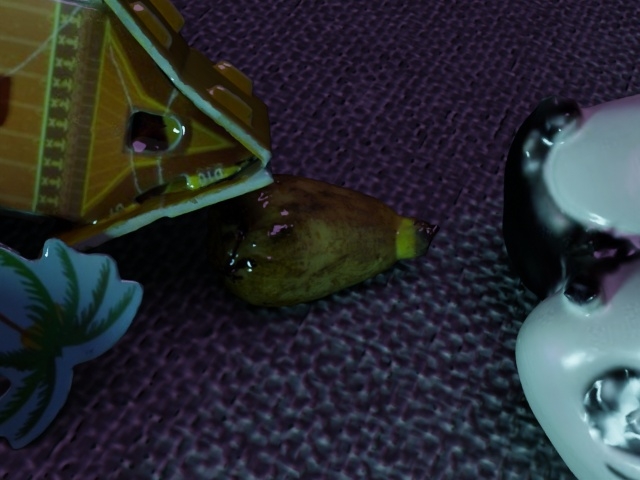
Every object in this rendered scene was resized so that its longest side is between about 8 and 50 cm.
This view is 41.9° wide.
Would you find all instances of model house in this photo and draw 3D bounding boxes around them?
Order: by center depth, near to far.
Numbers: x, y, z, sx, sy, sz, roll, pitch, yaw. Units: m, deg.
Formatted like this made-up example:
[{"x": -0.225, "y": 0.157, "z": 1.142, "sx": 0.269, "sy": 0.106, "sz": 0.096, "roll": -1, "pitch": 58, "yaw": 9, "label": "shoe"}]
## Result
[{"x": -0.206, "y": -0.059, "z": 0.638, "sx": 0.323, "sy": 0.340, "sz": 0.300, "roll": 10, "pitch": 20, "yaw": -8, "label": "model house"}]

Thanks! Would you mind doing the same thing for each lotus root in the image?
[{"x": 0.000, "y": 0.000, "z": 0.685, "sx": 0.191, "sy": 0.094, "sz": 0.108, "roll": 1, "pitch": 77, "yaw": -20, "label": "lotus root"}]

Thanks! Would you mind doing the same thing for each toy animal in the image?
[{"x": 0.264, "y": 0.054, "z": 0.601, "sx": 0.251, "sy": 0.251, "sz": 0.310, "roll": 2, "pitch": 63, "yaw": -8, "label": "toy animal"}]
